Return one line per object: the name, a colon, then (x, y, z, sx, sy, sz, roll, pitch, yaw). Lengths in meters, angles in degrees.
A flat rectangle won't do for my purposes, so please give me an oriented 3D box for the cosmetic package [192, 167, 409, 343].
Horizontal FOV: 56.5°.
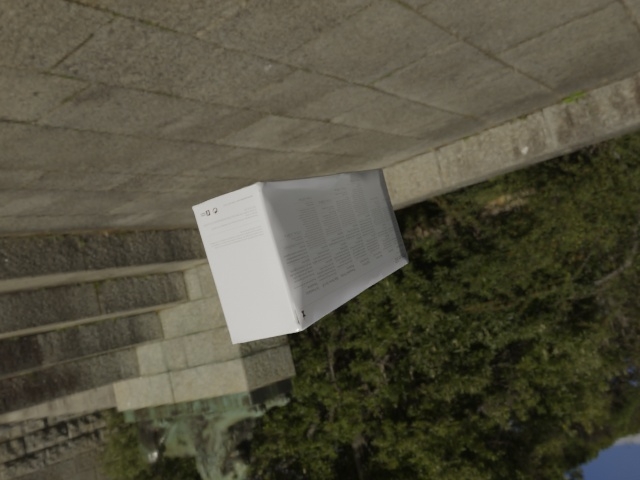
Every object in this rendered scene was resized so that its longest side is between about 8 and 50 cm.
cosmetic package: (0.000, 0.000, 0.483, 0.060, 0.099, 0.239, -18, 180, 26)
